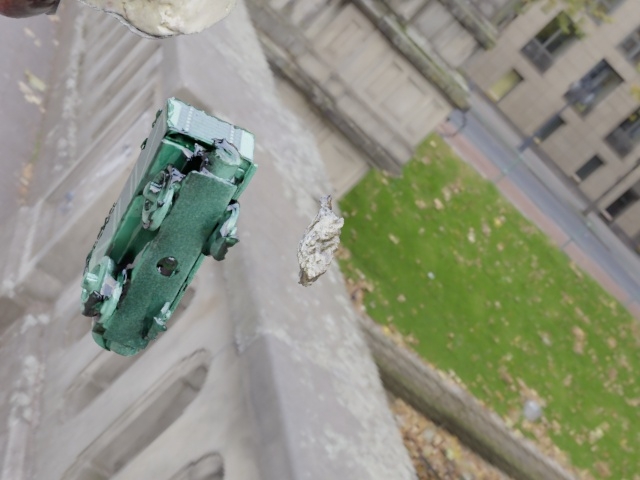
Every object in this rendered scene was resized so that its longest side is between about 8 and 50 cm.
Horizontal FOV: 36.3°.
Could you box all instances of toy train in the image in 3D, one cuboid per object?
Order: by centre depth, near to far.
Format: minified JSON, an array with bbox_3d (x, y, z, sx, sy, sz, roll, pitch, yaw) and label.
[{"bbox_3d":[-0.159,-0.009,0.974,0.115,0.269,0.154,20,31,-22],"label":"toy train"}]

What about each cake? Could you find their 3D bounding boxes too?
[{"bbox_3d":[-0.176,-0.235,0.822,0.220,0.086,0.117,15,27,2],"label":"cake"}]

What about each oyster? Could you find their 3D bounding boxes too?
[{"bbox_3d":[-0.002,0.006,1.439,0.056,0.105,0.177,24,25,-1],"label":"oyster"}]

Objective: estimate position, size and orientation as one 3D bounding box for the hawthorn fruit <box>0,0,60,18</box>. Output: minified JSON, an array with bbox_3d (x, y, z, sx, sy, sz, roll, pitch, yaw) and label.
[{"bbox_3d":[-0.439,-0.427,1.342,0.249,0.215,0.215,32,14,8],"label":"hawthorn fruit"}]
